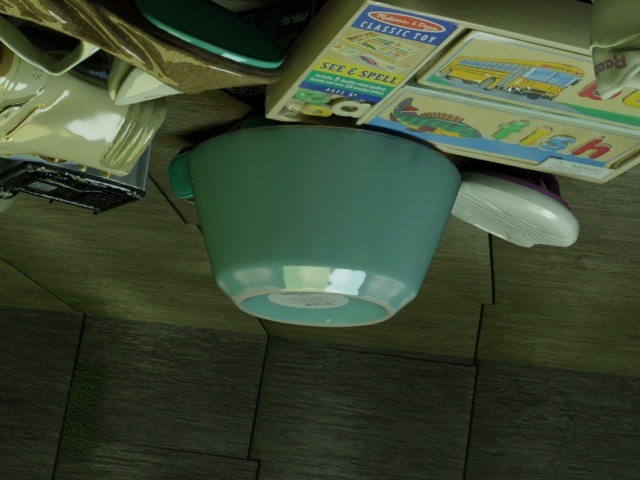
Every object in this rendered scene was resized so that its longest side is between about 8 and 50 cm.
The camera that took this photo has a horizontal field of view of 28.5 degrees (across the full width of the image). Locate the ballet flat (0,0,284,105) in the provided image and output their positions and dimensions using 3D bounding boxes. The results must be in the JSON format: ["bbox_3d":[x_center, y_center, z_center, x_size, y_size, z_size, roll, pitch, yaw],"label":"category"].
[{"bbox_3d":[-0.202,-0.196,1.167,0.342,0.116,0.124,21,120,-30],"label":"ballet flat"}]

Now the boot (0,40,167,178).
[{"bbox_3d":[-0.303,-0.108,1.308,0.203,0.095,0.262,16,144,-37],"label":"boot"}]

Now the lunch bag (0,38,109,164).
[{"bbox_3d":[-0.396,-0.179,1.429,0.304,0.114,0.243,5,163,8],"label":"lunch bag"}]

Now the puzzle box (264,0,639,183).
[{"bbox_3d":[0.180,-0.154,1.233,0.409,0.052,0.272,9,160,-19],"label":"puzzle box"}]

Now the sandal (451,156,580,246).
[{"bbox_3d":[0.234,-0.065,1.584,0.169,0.102,0.416,23,178,0],"label":"sandal"}]

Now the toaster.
[{"bbox_3d":[-0.320,-0.109,1.648,0.168,0.110,0.186,14,168,-28],"label":"toaster"}]

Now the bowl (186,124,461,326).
[{"bbox_3d":[0.000,0.000,1.407,0.312,0.163,0.311,3,165,1],"label":"bowl"}]

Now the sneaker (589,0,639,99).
[{"bbox_3d":[0.364,-0.148,1.055,0.305,0.152,0.114,9,168,-6],"label":"sneaker"}]

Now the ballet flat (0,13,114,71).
[{"bbox_3d":[-0.313,-0.227,1.251,0.249,0.086,0.086,15,164,-26],"label":"ballet flat"}]

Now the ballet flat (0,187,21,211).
[{"bbox_3d":[-0.555,-0.102,1.939,0.068,0.072,0.213,-37,142,31],"label":"ballet flat"}]

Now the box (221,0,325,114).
[{"bbox_3d":[-0.028,-0.185,1.334,0.191,0.045,0.184,-4,163,36],"label":"box"}]

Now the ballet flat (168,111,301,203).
[{"bbox_3d":[-0.073,-0.107,1.606,0.106,0.107,0.316,-7,-177,-39],"label":"ballet flat"}]
